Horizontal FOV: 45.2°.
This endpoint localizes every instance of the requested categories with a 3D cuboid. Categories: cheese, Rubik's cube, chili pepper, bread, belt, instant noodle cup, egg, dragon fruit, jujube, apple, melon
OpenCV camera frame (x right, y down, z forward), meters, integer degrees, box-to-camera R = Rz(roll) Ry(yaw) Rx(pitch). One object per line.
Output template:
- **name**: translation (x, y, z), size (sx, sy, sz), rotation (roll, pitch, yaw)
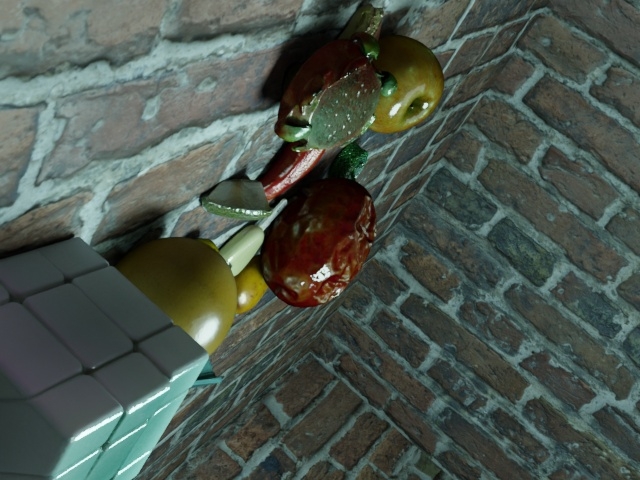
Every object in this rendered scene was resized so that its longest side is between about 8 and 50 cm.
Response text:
- **cheese**: translation (-0.172, -0.013, 1.980), size (0.251, 0.054, 0.127), rotation (-48, 168, -12)
- **Rubik's cube**: translation (-0.425, 0.231, 1.171), size (0.321, 0.319, 0.316), rotation (-57, 165, 27)
- **chili pepper**: translation (-0.049, -0.211, 1.748), size (0.137, 0.092, 0.368), rotation (-7, 134, -51)
- **bread**: translation (0.076, -0.405, 1.640), size (0.119, 0.067, 0.192), rotation (-46, 167, -18)
- **belt**: translation (0.087, -0.209, 2.250), size (0.121, 0.079, 0.151), rotation (-40, 165, -41)
- **instant noodle cup**: translation (-0.332, 0.310, 1.760), size (0.179, 0.070, 0.157), rotation (-15, 169, 27)
- **egg**: translation (-0.307, 0.140, 1.478), size (0.322, 0.250, 0.250), rotation (-47, 168, 6)
- **dragon fruit**: translation (0.021, -0.292, 1.542), size (0.295, 0.130, 0.268), rotation (-25, 145, -37)
- **jujube**: translation (-0.001, 0.000, 2.099), size (0.377, 0.276, 0.276), rotation (-56, 174, -36)
- **apple**: translation (0.173, -0.375, 1.835), size (0.237, 0.207, 0.237), rotation (-29, 150, -19)
- **melon**: translation (-0.165, -0.086, 1.661), size (0.202, 0.140, 0.093), rotation (-9, 115, -68)

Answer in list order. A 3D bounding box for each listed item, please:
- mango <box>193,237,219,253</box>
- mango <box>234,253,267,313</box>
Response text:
- **mango**: translation (-0.296, 0.058, 1.697), size (0.161, 0.076, 0.103), rotation (-44, 172, -12)
- **mango**: translation (-0.197, 0.115, 2.135), size (0.219, 0.112, 0.144), rotation (-44, 158, -38)
